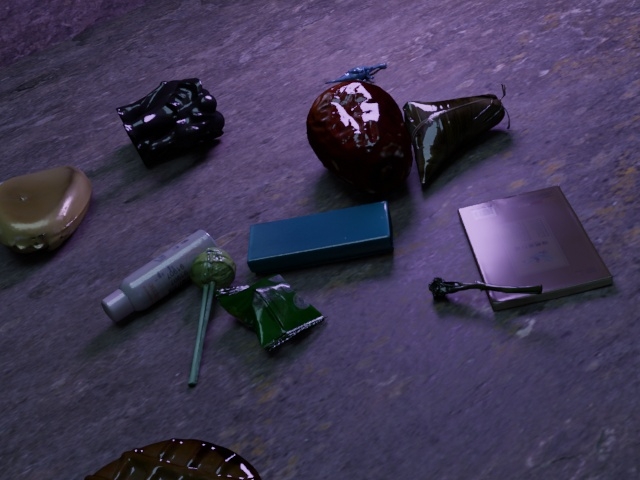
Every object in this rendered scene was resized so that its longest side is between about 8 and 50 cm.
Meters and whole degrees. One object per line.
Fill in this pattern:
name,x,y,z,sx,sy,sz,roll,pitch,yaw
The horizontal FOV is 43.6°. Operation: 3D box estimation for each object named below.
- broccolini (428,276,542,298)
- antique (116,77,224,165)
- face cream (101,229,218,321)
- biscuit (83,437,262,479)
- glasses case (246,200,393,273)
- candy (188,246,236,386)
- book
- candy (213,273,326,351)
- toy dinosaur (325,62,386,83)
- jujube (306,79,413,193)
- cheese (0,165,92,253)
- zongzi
broccolini,0.294,0.083,1.438,0.218,0.042,0.044,-3,71,33
antique,-0.406,-0.333,2.182,0.255,0.185,0.322,-24,33,-7
face cream,-0.340,0.078,1.697,0.269,0.082,0.082,-37,40,-23
biscuit,-0.207,0.416,1.165,0.366,0.115,0.268,9,44,30
glasses case,0.000,0.002,1.673,0.301,0.070,0.117,-8,43,9
candy,-0.229,0.146,1.579,0.093,0.092,0.335,20,44,-15
book,0.399,0.006,1.535,0.217,0.021,0.310,-13,36,5
candy,-0.101,0.127,1.538,0.141,0.078,0.203,-35,45,-22
toy dinosaur,0.108,-0.470,2.269,0.198,0.045,0.080,-21,22,-17
jujube,0.094,-0.237,1.832,0.223,0.223,0.318,-21,40,-5
cheese,-0.714,-0.071,2.012,0.260,0.128,0.315,-14,38,1
zongzi,0.327,-0.231,1.831,0.248,0.111,0.241,-9,54,2
